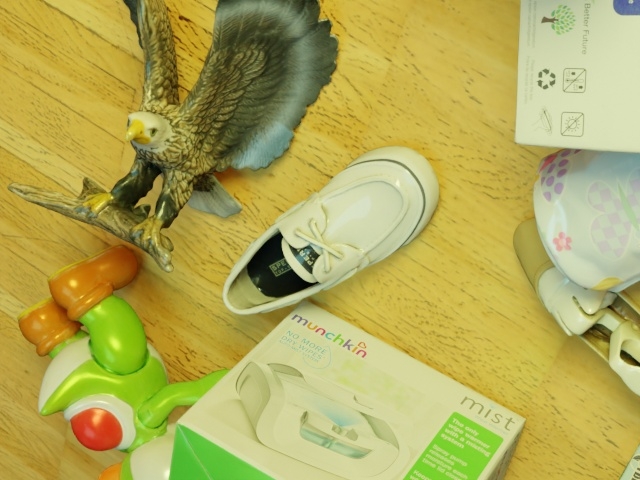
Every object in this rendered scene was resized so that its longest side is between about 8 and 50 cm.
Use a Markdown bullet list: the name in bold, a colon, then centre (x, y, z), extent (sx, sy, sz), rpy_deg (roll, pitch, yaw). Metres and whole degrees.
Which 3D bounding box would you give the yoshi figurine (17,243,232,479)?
- **yoshi figurine**: centre (-0.172, 0.187, 1.378), extent (0.203, 0.203, 0.362), rpy_deg (-32, 81, 3)

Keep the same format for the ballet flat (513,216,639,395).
- **ballet flat**: centre (0.250, 0.070, 1.038), extent (0.232, 0.073, 0.080), rpy_deg (40, 132, 8)

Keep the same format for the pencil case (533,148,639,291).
- **pencil case**: centre (0.291, -0.049, 0.907), extent (0.273, 0.113, 0.124), rpy_deg (-22, 106, 42)

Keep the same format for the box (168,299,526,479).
- **box**: centre (0.026, 0.213, 1.176), extent (0.262, 0.231, 0.126), rpy_deg (28, 130, 19)

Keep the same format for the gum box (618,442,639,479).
- **gum box**: centre (0.261, 0.270, 1.097), extent (0.041, 0.157, 0.184), rpy_deg (30, 131, 18)

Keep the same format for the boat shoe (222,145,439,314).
- **boat shoe**: centre (0.000, 0.000, 1.159), extent (0.267, 0.088, 0.096), rpy_deg (-27, 100, 42)

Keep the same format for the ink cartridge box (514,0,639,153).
- **ink cartridge box**: centre (0.284, -0.132, 0.774), extent (0.333, 0.065, 0.165), rpy_deg (9, 100, 37)

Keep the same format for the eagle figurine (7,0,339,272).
- **eagle figurine**: centre (-0.131, -0.130, 1.137), extent (0.226, 0.225, 0.298), rpy_deg (18, 101, -24)
